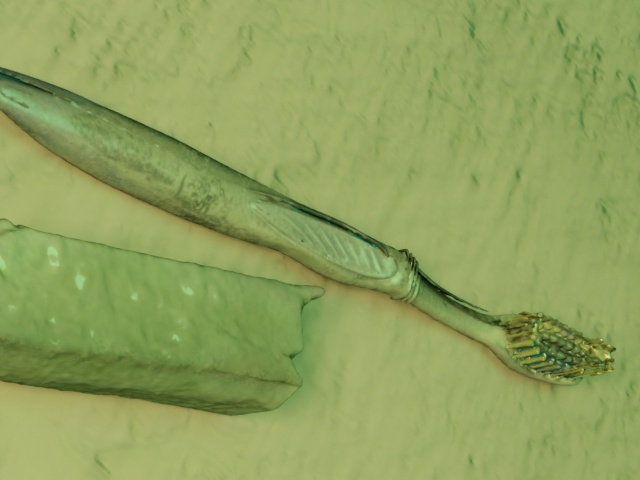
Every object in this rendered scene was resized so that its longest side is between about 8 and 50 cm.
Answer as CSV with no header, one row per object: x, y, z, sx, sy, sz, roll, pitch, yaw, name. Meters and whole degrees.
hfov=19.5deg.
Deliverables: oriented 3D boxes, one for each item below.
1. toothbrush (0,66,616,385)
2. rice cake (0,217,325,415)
0.000,0.000,0.957,0.413,0.042,0.035,25,61,-33,toothbrush
-0.091,0.038,0.838,0.206,0.069,0.063,15,64,-42,rice cake
